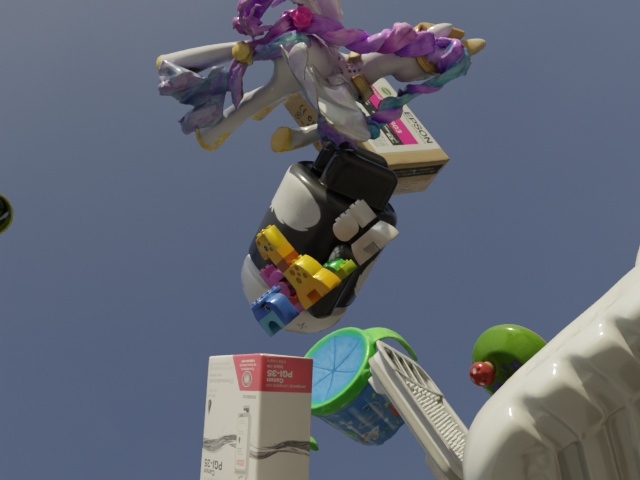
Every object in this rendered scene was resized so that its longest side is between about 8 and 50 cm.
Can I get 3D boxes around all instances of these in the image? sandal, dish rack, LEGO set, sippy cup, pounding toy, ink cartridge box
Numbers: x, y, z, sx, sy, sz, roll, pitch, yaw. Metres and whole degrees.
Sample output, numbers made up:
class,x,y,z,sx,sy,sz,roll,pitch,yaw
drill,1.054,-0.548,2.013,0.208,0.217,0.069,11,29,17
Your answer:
class,x,y,z,sx,sy,sz,roll,pitch,yaw
sandal,0.252,0.024,0.407,0.416,0.102,0.169,-31,-79,1
dish rack,0.223,0.368,1.474,0.072,0.333,0.285,-42,-35,7
LEGO set,-0.029,0.026,0.795,0.093,0.227,0.087,51,-132,2
sippy cup,0.086,0.366,1.749,0.305,0.240,0.224,-25,-59,32
pounding toy,0.380,0.297,1.474,0.110,0.182,0.237,-27,-77,-49
ink cartridge box,0.077,-0.186,1.241,0.193,0.235,0.088,-13,-30,-45
ink cartridge box,-0.118,0.354,1.332,0.117,0.207,0.283,11,-105,-35

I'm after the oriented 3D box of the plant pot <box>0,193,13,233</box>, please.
class,x,y,z,sx,sy,sz,roll,pitch,yaw
plant pot,-0.600,-0.055,1.323,0.083,0.079,0.083,-5,-76,-22

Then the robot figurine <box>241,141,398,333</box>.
class,x,y,z,sx,sy,sz,roll,pitch,yaw
robot figurine,0.002,0.000,1.030,0.173,0.209,0.278,34,-71,18

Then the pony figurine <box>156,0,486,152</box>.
class,x,y,z,sx,sy,sz,roll,pitch,yaw
pony figurine,-0.018,-0.222,0.891,0.363,0.303,0.351,-14,-14,31
